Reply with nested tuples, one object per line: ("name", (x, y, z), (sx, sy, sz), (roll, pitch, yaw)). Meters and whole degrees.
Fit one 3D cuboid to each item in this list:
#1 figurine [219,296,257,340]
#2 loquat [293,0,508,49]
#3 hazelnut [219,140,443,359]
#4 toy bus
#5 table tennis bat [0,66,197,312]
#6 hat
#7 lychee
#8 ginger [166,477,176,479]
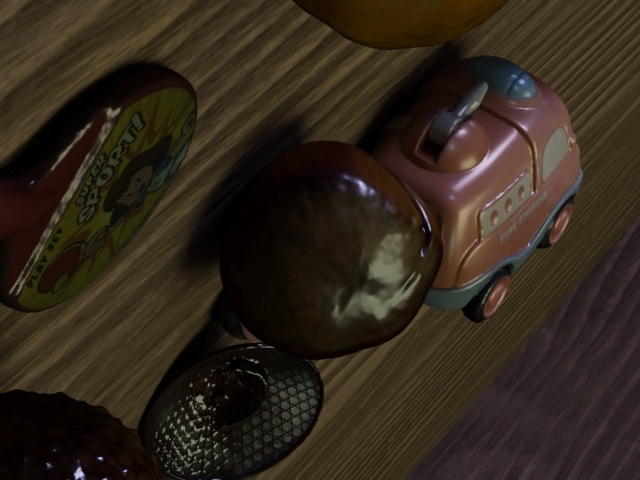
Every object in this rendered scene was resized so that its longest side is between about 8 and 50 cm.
("figurine", (-0.056, 0.039, 1.725), (0.072, 0.054, 0.129), (-59, 173, -73))
("loquat", (0.051, -0.216, 1.179), (0.176, 0.187, 0.234), (-51, 166, -16))
("hazelnut", (0.000, 0.000, 1.585), (0.208, 0.208, 0.208), (-50, 165, -18))
("toy bus", (0.150, -0.075, 1.880), (0.288, 0.194, 0.232), (-44, 151, -32))
("table tennis bat", (-0.172, -0.032, 1.211), (0.200, 0.038, 0.310), (-59, 169, 15))
("hat", (-0.098, 0.154, 1.807), (0.193, 0.082, 0.193), (-14, 133, -15))
("lychee", (-0.219, 0.222, 1.240), (0.260, 0.260, 0.260), (-50, 165, -18))
("ginger", (-0.185, 0.322, 1.868), (0.193, 0.115, 0.122), (-16, 157, -51))
